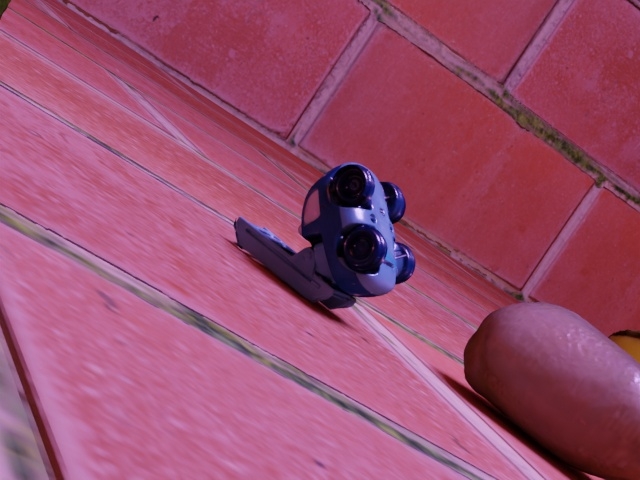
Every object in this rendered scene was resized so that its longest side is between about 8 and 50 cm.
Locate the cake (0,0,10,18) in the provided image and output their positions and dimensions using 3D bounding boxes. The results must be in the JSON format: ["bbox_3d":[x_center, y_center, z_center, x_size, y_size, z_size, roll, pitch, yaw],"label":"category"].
[{"bbox_3d":[-0.144,-0.046,0.340,0.100,0.099,0.235,33,25,-23],"label":"cake"}]

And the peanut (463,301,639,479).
[{"bbox_3d":[0.144,0.088,0.743,0.152,0.076,0.076,34,3,33],"label":"peanut"}]

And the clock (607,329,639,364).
[{"bbox_3d":[0.311,0.178,0.985,0.293,0.071,0.277,45,-11,-34],"label":"clock"}]

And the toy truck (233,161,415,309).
[{"bbox_3d":[0.000,0.000,0.722,0.056,0.090,0.073,27,52,-60],"label":"toy truck"}]
